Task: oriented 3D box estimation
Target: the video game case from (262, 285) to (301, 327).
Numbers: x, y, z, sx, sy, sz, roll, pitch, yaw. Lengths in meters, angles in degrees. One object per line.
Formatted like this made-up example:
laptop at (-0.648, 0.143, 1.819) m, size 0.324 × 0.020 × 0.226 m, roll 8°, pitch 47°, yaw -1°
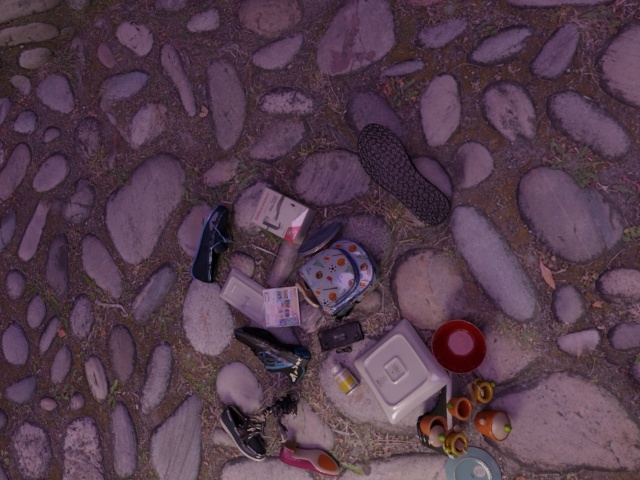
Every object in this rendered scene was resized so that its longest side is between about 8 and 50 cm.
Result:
video game case at (-0.156, 0.267, 1.965) m, size 0.143 × 0.019 × 0.157 m, roll -6°, pitch 85°, yaw 4°

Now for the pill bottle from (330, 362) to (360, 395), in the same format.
pill bottle at (0.091, 0.523, 1.854) m, size 0.065 × 0.065 × 0.116 m, roll -44°, pitch 73°, yaw 13°

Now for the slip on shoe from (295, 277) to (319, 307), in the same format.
slip on shoe at (-0.044, 0.204, 1.930) m, size 0.041 × 0.051 × 0.135 m, roll -47°, pitch 66°, yaw 15°

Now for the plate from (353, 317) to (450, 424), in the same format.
plate at (0.275, 0.466, 1.758) m, size 0.278 × 0.045 × 0.277 m, roll -44°, pitch 58°, yaw 15°

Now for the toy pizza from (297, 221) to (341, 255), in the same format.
toy pizza at (0.000, 0.000, 1.857) m, size 0.201 × 0.201 × 0.032 m, roll -32°, pitch 106°, yaw 16°

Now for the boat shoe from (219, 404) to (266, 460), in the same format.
boat shoe at (-0.305, 0.774, 1.980) m, size 0.254 × 0.095 × 0.079 m, roll 42°, pitch 113°, yaw 26°

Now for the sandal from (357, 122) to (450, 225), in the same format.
sandal at (0.295, -0.234, 1.806) m, size 0.167 × 0.107 × 0.446 m, roll -40°, pitch 88°, yaw 13°

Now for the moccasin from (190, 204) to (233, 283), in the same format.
moccasin at (-0.434, 0.020, 2.057) m, size 0.117 × 0.138 × 0.342 m, roll 26°, pitch 111°, yaw 16°

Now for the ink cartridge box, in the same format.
ink cartridge box at (-0.149, -0.100, 1.960) m, size 0.218 × 0.092 × 0.158 m, roll 27°, pitch 97°, yaw 21°

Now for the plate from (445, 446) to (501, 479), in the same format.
plate at (0.528, 0.814, 1.698) m, size 0.188 × 0.024 × 0.188 m, roll -1°, pitch 87°, yaw 22°

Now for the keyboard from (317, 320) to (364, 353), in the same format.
keyboard at (0.081, 0.385, 1.889) m, size 0.180 × 0.023 × 0.108 m, roll -21°, pitch 74°, yaw 19°

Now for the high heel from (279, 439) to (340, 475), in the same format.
high heel at (-0.045, 0.867, 1.899) m, size 0.244 × 0.082 × 0.117 m, roll 18°, pitch 126°, yaw 7°

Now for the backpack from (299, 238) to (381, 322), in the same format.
backpack at (0.077, 0.124, 1.812) m, size 0.263 × 0.213 × 0.276 m, roll -36°, pitch 74°, yaw 7°

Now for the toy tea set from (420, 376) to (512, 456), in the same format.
toy tea set at (0.487, 0.593, 1.584) m, size 0.124 × 0.336 × 0.200 m, roll -16°, pitch 94°, yaw 62°

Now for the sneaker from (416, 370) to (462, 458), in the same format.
sneaker at (0.409, 0.593, 1.712) m, size 0.147 × 0.104 × 0.296 m, roll -6°, pitch 72°, yaw 39°

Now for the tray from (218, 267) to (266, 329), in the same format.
tray at (-0.300, 0.240, 2.034) m, size 0.270 × 0.030 × 0.145 m, roll 31°, pitch 99°, yaw 19°

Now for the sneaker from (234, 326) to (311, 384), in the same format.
sneaker at (-0.209, 0.449, 1.941) m, size 0.341 × 0.125 × 0.139 m, roll 21°, pitch 100°, yaw 22°

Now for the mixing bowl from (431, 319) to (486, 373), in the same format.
mixing bowl at (0.483, 0.361, 1.696) m, size 0.181 × 0.098 × 0.181 m, roll -1°, pitch 86°, yaw 21°

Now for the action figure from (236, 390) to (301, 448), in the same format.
action figure at (-0.175, 0.691, 1.891) m, size 0.276 × 0.164 × 0.141 m, roll -28°, pitch 98°, yaw 3°
